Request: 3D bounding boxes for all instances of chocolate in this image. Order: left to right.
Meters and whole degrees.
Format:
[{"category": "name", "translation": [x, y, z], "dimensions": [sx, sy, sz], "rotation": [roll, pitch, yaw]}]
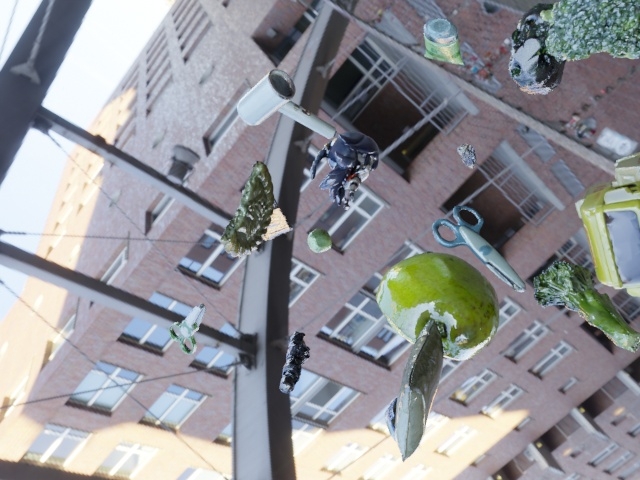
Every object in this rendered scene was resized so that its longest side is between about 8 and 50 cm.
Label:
[{"category": "chocolate", "translation": [-0.179, -0.092, 1.600], "dimensions": [0.321, 0.112, 0.112], "rotation": [74, 173, -78]}]

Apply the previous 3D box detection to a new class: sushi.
[{"category": "sushi", "translation": [0.580, -0.508, 1.285], "dimensions": [0.124, 0.225, 0.127], "rotation": [8, 178, 42]}]

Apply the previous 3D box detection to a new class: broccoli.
[{"category": "broccoli", "translation": [0.679, 0.170, 1.225], "dimensions": [0.165, 0.145, 0.304], "rotation": [17, -160, -23]}, {"category": "broccoli", "translation": [0.648, -0.527, 1.074], "dimensions": [0.288, 0.247, 0.245], "rotation": [2, -159, 10]}]

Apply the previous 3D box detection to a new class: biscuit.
[{"category": "biscuit", "translation": [-0.181, -0.067, 1.332], "dimensions": [0.036, 0.273, 0.187], "rotation": [10, 157, 19]}]

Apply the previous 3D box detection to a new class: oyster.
[{"category": "oyster", "translation": [0.464, -0.263, 1.522], "dimensions": [0.019, 0.054, 0.083], "rotation": [-35, -78, -39]}]

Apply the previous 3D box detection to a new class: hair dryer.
[{"category": "hair dryer", "translation": [-0.059, -0.290, 1.110], "dimensions": [0.236, 0.131, 0.073], "rotation": [17, -120, -38]}]

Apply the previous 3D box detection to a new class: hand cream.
[{"category": "hand cream", "translation": [0.265, -0.425, 1.052], "dimensions": [0.095, 0.046, 0.175], "rotation": [18, 180, 17]}]

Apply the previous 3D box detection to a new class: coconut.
[{"category": "coconut", "translation": [0.000, 0.000, 1.756], "dimensions": [0.096, 0.088, 0.088], "rotation": [-25, -116, -40]}]

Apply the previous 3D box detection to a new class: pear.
[{"category": "pear", "translation": [0.351, 0.183, 1.330], "dimensions": [0.343, 0.238, 0.318], "rotation": [21, -163, -7]}]

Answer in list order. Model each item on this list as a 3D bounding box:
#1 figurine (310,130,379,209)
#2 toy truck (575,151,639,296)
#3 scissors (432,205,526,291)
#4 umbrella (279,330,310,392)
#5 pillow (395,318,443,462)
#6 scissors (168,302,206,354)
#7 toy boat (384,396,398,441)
[{"category": "figurine", "translation": [0.084, -0.229, 1.505], "dimensions": [0.197, 0.175, 0.265], "rotation": [53, -141, -8]}, {"category": "toy truck", "translation": [0.582, -0.058, 0.842], "dimensions": [0.405, 0.254, 0.180], "rotation": [-32, -77, -48]}, {"category": "scissors", "translation": [0.420, 0.026, 1.252], "dimensions": [0.289, 0.138, 0.041], "rotation": [51, 172, 30]}, {"category": "umbrella", "translation": [-0.068, 0.335, 1.336], "dimensions": [0.224, 0.071, 0.080], "rotation": [-67, -41, -68]}, {"category": "pillow", "translation": [0.223, 0.318, 1.077], "dimensions": [0.075, 0.184, 0.302], "rotation": [6, -159, 21]}, {"category": "scissors", "translation": [-0.351, 0.232, 1.305], "dimensions": [0.101, 0.204, 0.027], "rotation": [45, -139, 7]}, {"category": "toy boat", "translation": [0.311, 0.648, 1.791], "dimensions": [0.114, 0.115, 0.262], "rotation": [44, -171, 1]}]
